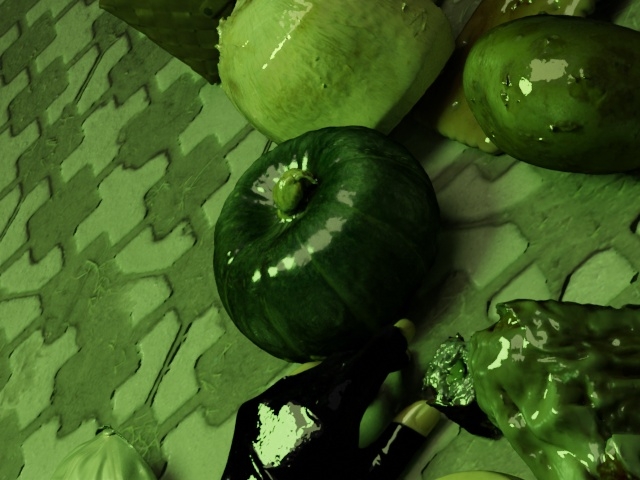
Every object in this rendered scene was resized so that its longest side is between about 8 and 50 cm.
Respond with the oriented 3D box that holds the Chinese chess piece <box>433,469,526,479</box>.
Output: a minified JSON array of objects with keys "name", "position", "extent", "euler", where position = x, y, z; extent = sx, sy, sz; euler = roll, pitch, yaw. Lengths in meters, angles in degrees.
[{"name":"Chinese chess piece","position":[0.134,0.341,1.537],"extent":[0.273,0.102,0.273],"euler":[-31,37,26]}]

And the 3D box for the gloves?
[{"name":"gloves","position":[0.016,0.208,1.813],"extent":[0.197,0.152,0.301],"euler":[22,56,30]}]

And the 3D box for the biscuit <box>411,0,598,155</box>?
[{"name":"biscuit","position":[0.247,-0.267,2.095],"extent":[0.325,0.044,0.217],"euler":[-57,29,1]}]

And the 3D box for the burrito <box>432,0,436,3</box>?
[{"name":"burrito","position":[0.169,-0.394,2.364],"extent":[0.041,0.045,0.185],"euler":[14,59,17]}]

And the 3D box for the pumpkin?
[{"name":"pumpkin","position":[0.000,0.000,1.982],"extent":[0.300,0.207,0.300],"euler":[-23,44,25]}]

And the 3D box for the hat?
[{"name":"hat","position":[-0.309,0.356,2.047],"extent":[0.226,0.164,0.219],"euler":[-39,23,-27]}]

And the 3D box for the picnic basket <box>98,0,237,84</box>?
[{"name":"picnic basket","position":[-0.166,-0.447,2.607],"extent":[0.321,0.291,0.254],"euler":[-39,31,32]}]

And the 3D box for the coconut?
[{"name":"coconut","position":[0.007,-0.253,2.156],"extent":[0.297,0.254,0.297],"euler":[-48,8,10]}]

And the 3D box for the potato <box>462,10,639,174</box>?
[{"name":"potato","position":[0.269,-0.165,1.847],"extent":[0.307,0.210,0.173],"euler":[-156,64,-65]}]

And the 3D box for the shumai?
[{"name":"shumai","position":[0.260,0.168,1.492],"extent":[0.256,0.189,0.218],"euler":[1,57,2]}]

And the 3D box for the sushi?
[{"name":"sushi","position":[0.165,0.147,1.732],"extent":[0.094,0.084,0.098],"euler":[7,64,52]}]
